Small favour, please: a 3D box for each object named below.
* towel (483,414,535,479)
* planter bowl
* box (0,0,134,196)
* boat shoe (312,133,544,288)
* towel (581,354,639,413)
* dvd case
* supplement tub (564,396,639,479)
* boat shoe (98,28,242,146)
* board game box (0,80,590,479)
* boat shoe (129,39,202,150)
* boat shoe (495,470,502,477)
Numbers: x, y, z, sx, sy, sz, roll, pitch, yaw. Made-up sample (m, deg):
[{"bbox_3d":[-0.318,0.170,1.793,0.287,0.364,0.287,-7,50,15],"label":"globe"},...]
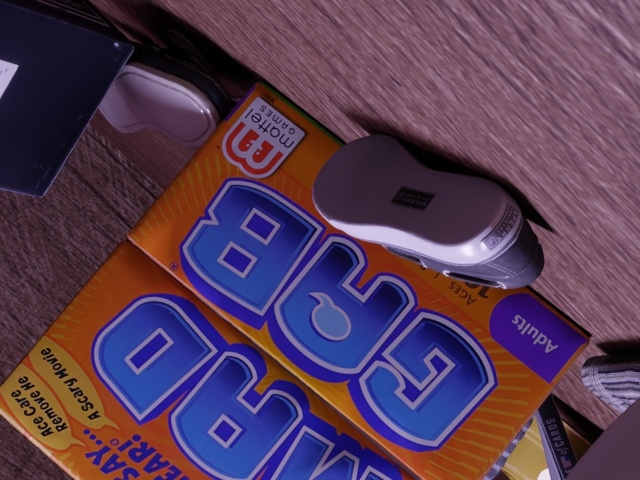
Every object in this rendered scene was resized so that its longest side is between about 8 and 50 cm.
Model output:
[{"bbox_3d":[0.119,0.221,1.880,0.121,0.235,0.284,36,177,-28],"label":"towel"},{"bbox_3d":[0.289,0.282,1.979,0.217,0.090,0.217,40,174,5],"label":"planter bowl"},{"bbox_3d":[-0.377,-0.207,1.360,0.296,0.182,0.294,14,-154,-49],"label":"box"},{"bbox_3d":[0.077,-0.016,1.101,0.076,0.080,0.228,45,165,-31],"label":"boat shoe"},{"bbox_3d":[0.340,0.197,1.135,0.324,0.056,0.312,39,174,0],"label":"towel"},{"bbox_3d":[0.294,0.313,1.779,0.238,0.030,0.179,71,-177,-47],"label":"dvd case"},{"bbox_3d":[0.287,0.234,0.841,0.325,0.235,0.235,40,175,-6],"label":"supplement tub"},{"bbox_3d":[-0.137,-0.140,1.436,0.095,0.079,0.254,58,161,-16],"label":"boat shoe"},{"bbox_3d":[-0.016,0.136,1.439,0.356,0.356,0.356,38,175,10],"label":"board game box"},{"bbox_3d":[-0.177,-0.164,1.600,0.207,0.073,0.073,29,168,28],"label":"boat shoe"},{"bbox_3d":[0.233,0.288,2.335,0.120,0.122,0.324,44,167,6],"label":"boat shoe"}]
